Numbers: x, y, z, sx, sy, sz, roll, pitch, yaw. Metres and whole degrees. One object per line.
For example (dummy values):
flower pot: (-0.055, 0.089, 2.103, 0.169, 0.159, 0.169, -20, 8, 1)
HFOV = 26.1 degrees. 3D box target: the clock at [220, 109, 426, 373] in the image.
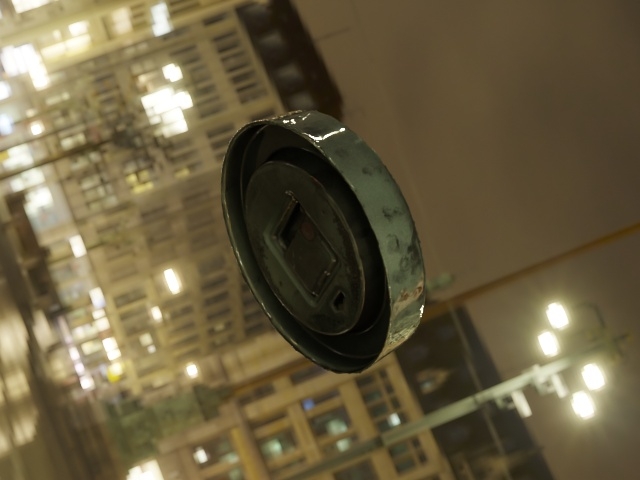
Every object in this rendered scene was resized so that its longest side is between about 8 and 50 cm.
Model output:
clock: (-0.002, 0.000, 1.569, 0.312, 0.061, 0.313, 35, -42, 39)
